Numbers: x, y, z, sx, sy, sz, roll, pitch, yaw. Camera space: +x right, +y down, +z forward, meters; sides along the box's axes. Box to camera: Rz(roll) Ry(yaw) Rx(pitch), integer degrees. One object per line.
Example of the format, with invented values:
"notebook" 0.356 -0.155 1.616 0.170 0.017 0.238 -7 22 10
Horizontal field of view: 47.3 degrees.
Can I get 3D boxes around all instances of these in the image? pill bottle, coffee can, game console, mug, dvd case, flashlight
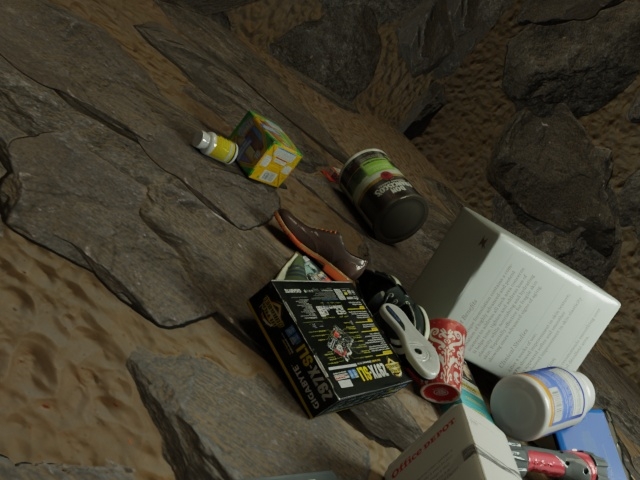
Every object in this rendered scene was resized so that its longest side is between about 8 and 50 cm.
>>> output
"pill bottle" -0.283 -0.252 1.954 0.116 0.065 0.065 22 26 -43
"coffee can" 0.207 -0.151 2.459 0.201 0.201 0.275 22 25 -44
"game console" 0.693 0.594 1.847 0.250 0.173 0.293 3 51 -13
"pill bottle" 0.538 0.379 1.736 0.272 0.152 0.152 1 41 -45
"mug" 0.268 0.288 1.696 0.113 0.150 0.169 34 43 -25
"dvd case" -0.015 0.084 1.785 0.119 0.013 0.087 45 19 12
"flashlight" 0.506 0.508 1.631 0.304 0.103 0.103 16 65 -28

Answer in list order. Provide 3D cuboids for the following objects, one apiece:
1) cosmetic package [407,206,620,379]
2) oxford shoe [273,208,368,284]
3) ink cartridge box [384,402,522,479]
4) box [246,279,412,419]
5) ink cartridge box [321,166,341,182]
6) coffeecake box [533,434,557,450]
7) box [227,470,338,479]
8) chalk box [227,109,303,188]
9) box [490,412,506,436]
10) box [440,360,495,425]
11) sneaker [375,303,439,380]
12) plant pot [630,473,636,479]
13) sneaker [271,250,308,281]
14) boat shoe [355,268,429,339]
"cosmetic package" 0.503 0.165 1.981 0.394 0.329 0.327 29 11 -12
"oxford shoe" 0.000 0.000 1.851 0.271 0.098 0.097 41 6 -3
"ink cartridge box" 0.217 0.426 1.146 0.117 0.207 0.283 36 19 -15
"box" 0.026 0.202 1.441 0.322 0.079 0.257 6 50 -60
"ink cartridge box" 0.056 -0.234 2.624 0.063 0.029 0.115 50 20 26
"coffeecake box" 0.591 0.478 1.972 0.142 0.068 0.185 40 19 -4
"box" -0.025 0.401 0.968 0.233 0.059 0.183 16 30 -50
"chalk box" -0.174 -0.276 2.114 0.132 0.132 0.213 18 29 -49
"box" 0.422 0.443 1.748 0.062 0.052 0.083 46 20 18
"box" 0.328 0.362 1.739 0.100 0.060 0.244 32 20 -23
"sneaker" 0.176 0.251 1.602 0.079 0.121 0.217 6 34 -31
"plant pot" 0.839 0.676 2.056 0.236 0.032 0.236 35 20 -15
"sneaker" -0.058 0.095 1.606 0.086 0.064 0.192 40 24 -3
"boat shoe" 0.160 0.160 1.776 0.113 0.127 0.340 31 19 -23
